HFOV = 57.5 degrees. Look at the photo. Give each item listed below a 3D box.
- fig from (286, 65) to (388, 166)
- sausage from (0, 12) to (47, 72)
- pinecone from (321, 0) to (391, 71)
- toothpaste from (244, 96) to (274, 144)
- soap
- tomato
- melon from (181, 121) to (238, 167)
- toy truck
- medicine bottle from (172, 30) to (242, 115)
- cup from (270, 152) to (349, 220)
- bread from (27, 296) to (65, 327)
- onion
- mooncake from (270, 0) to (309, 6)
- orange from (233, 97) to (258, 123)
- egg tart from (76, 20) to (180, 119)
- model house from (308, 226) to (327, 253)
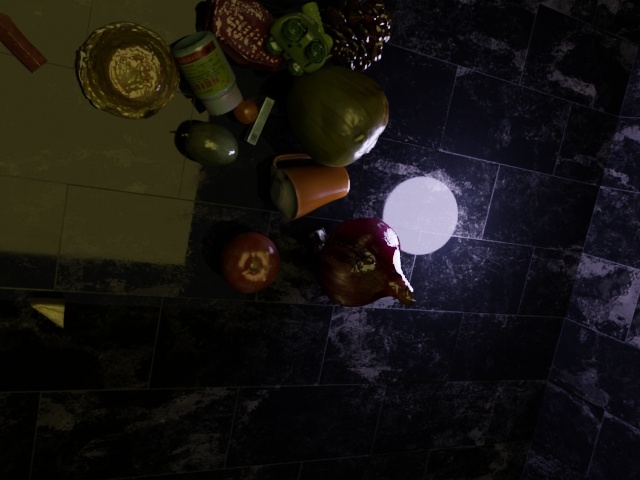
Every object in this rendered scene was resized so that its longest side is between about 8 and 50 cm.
[{"bbox_3d":[0.042,-0.413,1.922,0.343,0.343,0.343,-7,106,-26],"label":"fig"},{"bbox_3d":[-0.822,-0.538,1.574,0.065,0.065,0.169,-44,118,-11],"label":"sausage"},{"bbox_3d":[0.116,-0.689,1.924,0.309,0.244,0.244,-51,121,-27],"label":"pinecone"},{"bbox_3d":[-0.205,-0.398,1.939,0.034,0.046,0.164,23,92,-28],"label":"toothpaste"},{"bbox_3d":[-0.238,-0.651,1.823,0.289,0.112,0.182,37,79,-29],"label":"soap"},{"bbox_3d":[-0.240,0.072,1.964,0.208,0.184,0.208,-2,97,-18],"label":"tomato"},{"bbox_3d":[-0.348,-0.302,1.836,0.192,0.139,0.139,18,94,-35],"label":"melon"},{"bbox_3d":[-0.043,-0.619,1.798,0.210,0.148,0.187,-42,104,-35],"label":"toy truck"},{"bbox_3d":[-0.340,-0.508,1.775,0.139,0.139,0.225,-38,129,-14],"label":"medicine bottle"},{"bbox_3d":[-0.048,-0.203,2.021,0.264,0.182,0.226,-19,80,-29],"label":"cup"},{"bbox_3d":[-0.826,0.219,1.756,0.109,0.084,0.080,6,98,-29],"label":"bread"},{"bbox_3d":[0.183,0.109,2.081,0.348,0.385,0.348,-45,157,-25],"label":"onion"},{"bbox_3d":[-0.091,-0.905,1.785,0.356,0.194,0.356,-7,107,-22],"label":"mooncake"},{"bbox_3d":[-0.243,-0.420,1.895,0.083,0.083,0.083,-7,106,-26],"label":"orange"},{"bbox_3d":[-0.549,-0.491,1.698,0.295,0.116,0.294,-8,109,-26],"label":"egg tart"},{"bbox_3d":[0.000,0.000,2.151,0.058,0.057,0.083,-28,96,-47],"label":"model house"}]
